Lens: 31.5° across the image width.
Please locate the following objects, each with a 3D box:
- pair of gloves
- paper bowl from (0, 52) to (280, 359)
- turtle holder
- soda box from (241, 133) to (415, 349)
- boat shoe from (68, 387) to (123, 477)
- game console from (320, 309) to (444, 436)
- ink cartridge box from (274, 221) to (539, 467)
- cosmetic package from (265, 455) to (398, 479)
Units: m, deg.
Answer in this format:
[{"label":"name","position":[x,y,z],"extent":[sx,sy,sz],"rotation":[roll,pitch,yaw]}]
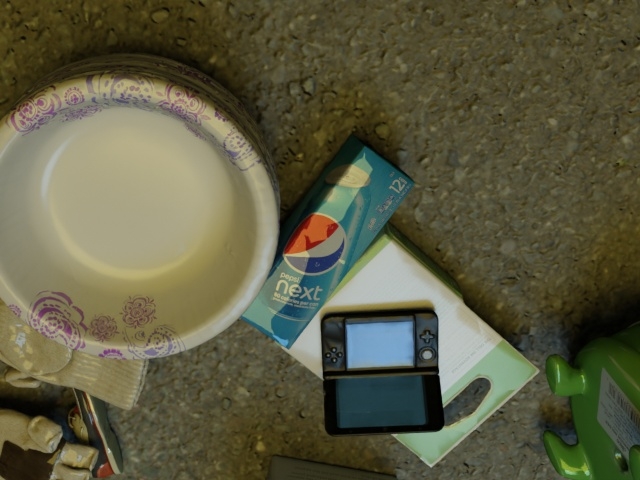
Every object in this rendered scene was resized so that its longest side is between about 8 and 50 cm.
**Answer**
[{"label":"pair of gloves","position":[-0.307,0.165,1.193],"extent":[0.204,0.042,0.240],"rotation":[31,113,3]},{"label":"paper bowl","position":[-0.181,-0.039,1.090],"extent":[0.284,0.148,0.284],"rotation":[-1,112,-2]},{"label":"turtle holder","position":[0.388,0.225,1.173],"extent":[0.227,0.243,0.320],"rotation":[-20,104,-12]},{"label":"soda box","position":[0.000,0.000,1.134],"extent":[0.067,0.071,0.210],"rotation":[35,97,-17]},{"label":"boat shoe","position":[-0.254,0.204,1.244],"extent":[0.043,0.049,0.137],"rotation":[-10,117,4]},{"label":"game console","position":[0.063,0.134,1.153],"extent":[0.122,0.071,0.107],"rotation":[-2,113,-1]},{"label":"ink cartridge box","position":[0.091,0.112,1.212],"extent":[0.235,0.056,0.171],"rotation":[40,106,-18]},{"label":"cosmetic package","position":[0.004,0.357,1.241],"extent":[0.152,0.183,0.151],"rotation":[11,112,-6]}]
